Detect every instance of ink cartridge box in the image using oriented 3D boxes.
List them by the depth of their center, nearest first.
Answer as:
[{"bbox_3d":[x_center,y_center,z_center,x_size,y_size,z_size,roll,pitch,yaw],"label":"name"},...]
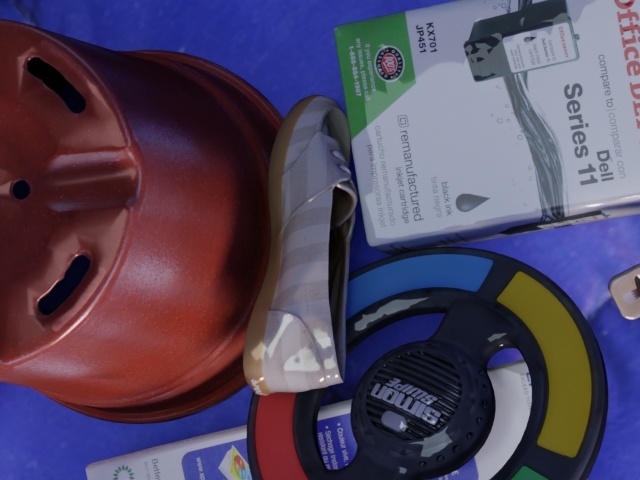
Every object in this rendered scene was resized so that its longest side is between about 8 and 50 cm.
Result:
[{"bbox_3d":[0.127,-0.082,0.981,0.208,0.087,0.153,-11,83,13],"label":"ink cartridge box"},{"bbox_3d":[0.019,0.190,0.997,0.333,0.065,0.165,-14,81,14],"label":"ink cartridge box"}]

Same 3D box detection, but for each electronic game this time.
[{"bbox_3d":[0.062,0.103,0.925,0.229,0.048,0.229,-11,54,16],"label":"electronic game"}]

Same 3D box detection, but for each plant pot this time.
[{"bbox_3d":[-0.164,-0.016,0.958,0.273,0.265,0.272,-1,84,14],"label":"plant pot"}]

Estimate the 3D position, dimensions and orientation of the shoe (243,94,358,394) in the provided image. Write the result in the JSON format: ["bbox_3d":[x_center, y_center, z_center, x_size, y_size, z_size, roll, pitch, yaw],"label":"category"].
[{"bbox_3d":[0.000,0.000,0.967,0.058,0.076,0.219,-4,58,22],"label":"shoe"}]

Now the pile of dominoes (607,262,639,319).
[{"bbox_3d":[0.324,0.043,0.902,0.251,0.040,0.196,42,97,-5],"label":"pile of dominoes"}]
